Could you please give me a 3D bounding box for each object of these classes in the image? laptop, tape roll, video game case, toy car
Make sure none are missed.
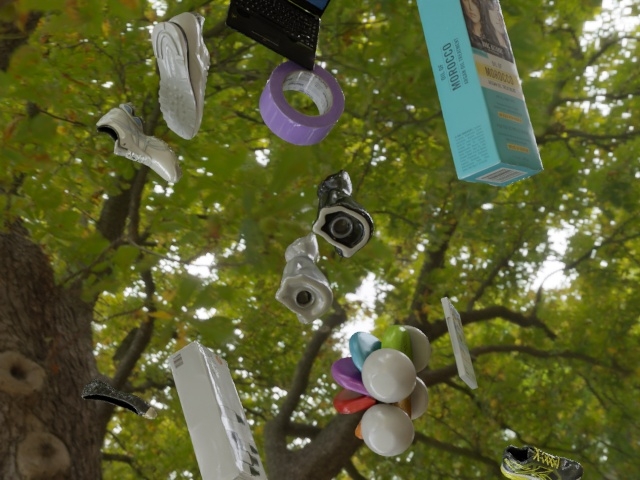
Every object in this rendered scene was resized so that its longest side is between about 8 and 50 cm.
[{"bbox_3d":[-0.067,-0.567,1.484,0.234,0.136,0.265,22,-121,-27],"label":"laptop"},{"bbox_3d":[-0.044,-0.325,1.537,0.188,0.080,0.189,9,-116,-20],"label":"tape roll"},{"bbox_3d":[0.209,0.155,0.982,0.087,0.011,0.122,44,-148,-56],"label":"video game case"},{"bbox_3d":[0.082,0.208,0.948,0.159,0.136,0.182,-31,-56,-65],"label":"toy car"}]

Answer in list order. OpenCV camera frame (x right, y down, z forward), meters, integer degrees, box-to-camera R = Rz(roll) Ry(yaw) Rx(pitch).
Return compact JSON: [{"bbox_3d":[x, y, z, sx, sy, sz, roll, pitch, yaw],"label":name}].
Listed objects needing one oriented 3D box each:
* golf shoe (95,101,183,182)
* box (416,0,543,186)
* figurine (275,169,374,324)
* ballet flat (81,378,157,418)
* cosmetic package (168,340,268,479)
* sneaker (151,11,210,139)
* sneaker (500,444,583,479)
[{"bbox_3d":[-0.326,-0.160,1.167,0.176,0.069,0.086,46,-129,3],"label":"golf shoe"},{"bbox_3d":[0.192,-0.192,0.793,0.100,0.060,0.245,2,-107,-43],"label":"box"},{"bbox_3d":[0.000,0.000,1.080,0.092,0.209,0.215,24,-69,-12],"label":"figurine"},{"bbox_3d":[-0.448,0.364,1.459,0.057,0.173,0.049,115,178,-48],"label":"ballet flat"},{"bbox_3d":[-0.157,0.275,1.000,0.060,0.239,0.099,-32,-39,4],"label":"cosmetic package"},{"bbox_3d":[-0.240,-0.296,1.197,0.095,0.090,0.235,-49,-25,-45],"label":"sneaker"},{"bbox_3d":[0.230,0.234,0.681,0.031,0.083,0.035,-62,-37,-54],"label":"sneaker"}]
